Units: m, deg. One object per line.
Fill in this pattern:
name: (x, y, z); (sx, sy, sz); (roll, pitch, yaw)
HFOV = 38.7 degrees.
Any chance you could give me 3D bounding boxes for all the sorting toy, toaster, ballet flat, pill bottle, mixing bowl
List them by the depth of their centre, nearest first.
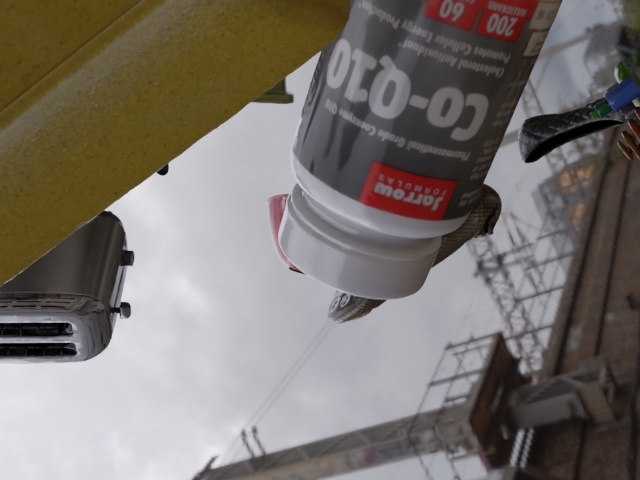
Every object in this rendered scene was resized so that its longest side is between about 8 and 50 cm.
pill bottle: (0.069, -0.103, 0.732); (0.161, 0.283, 0.161); (15, -153, -8)
sorting toy: (0.247, -0.101, 0.734); (0.061, 0.042, 0.102); (35, -149, -35)
ballet flat: (0.291, -0.121, 0.977); (0.058, 0.173, 0.049); (11, -106, -43)
toaster: (-0.326, 0.050, 1.022); (0.129, 0.227, 0.146); (101, 167, -49)
ballet flat: (0.106, 0.024, 1.037); (0.058, 0.250, 0.084); (40, -156, -22)
mixing bowl: (0.000, 0.000, 1.370); (0.181, 0.182, 0.098); (23, -108, -54)

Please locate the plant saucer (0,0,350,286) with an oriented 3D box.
plant saucer: (-0.207, -0.172, 0.536); (0.332, 0.333, 0.081); (57, -166, 6)

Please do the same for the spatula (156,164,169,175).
spatula: (-0.263, -0.228, 1.267); (0.084, 0.030, 0.296); (-8, -106, -56)

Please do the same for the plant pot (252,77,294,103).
plant pot: (-0.150, -0.300, 1.031); (0.276, 0.276, 0.253); (-16, -63, -62)
